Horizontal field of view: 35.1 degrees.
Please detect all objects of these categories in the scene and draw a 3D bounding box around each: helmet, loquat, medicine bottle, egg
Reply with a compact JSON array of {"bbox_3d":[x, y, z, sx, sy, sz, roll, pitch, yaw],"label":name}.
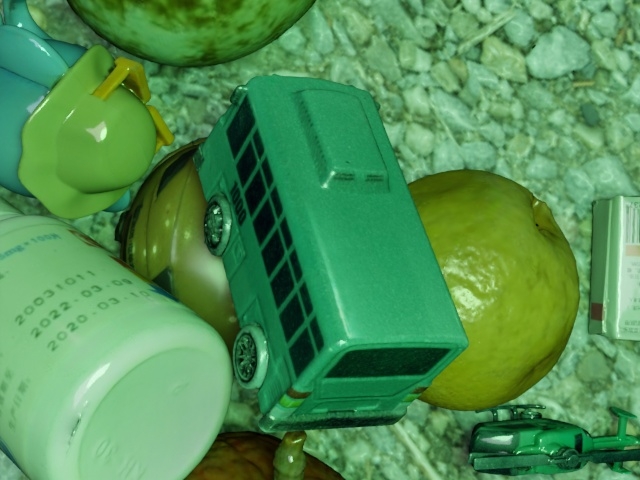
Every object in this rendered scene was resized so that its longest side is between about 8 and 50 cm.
[{"bbox_3d":[-0.085,0.011,0.894,0.198,0.130,0.224,6,87,-8],"label":"helmet"},{"bbox_3d":[0.120,0.043,0.871,0.208,0.208,0.208,0,88,-5],"label":"loquat"},{"bbox_3d":[-0.219,0.074,0.802,0.293,0.170,0.170,32,85,36],"label":"medicine bottle"},{"bbox_3d":[-0.092,-0.279,0.847,0.289,0.238,0.238,-41,92,-8],"label":"egg"}]

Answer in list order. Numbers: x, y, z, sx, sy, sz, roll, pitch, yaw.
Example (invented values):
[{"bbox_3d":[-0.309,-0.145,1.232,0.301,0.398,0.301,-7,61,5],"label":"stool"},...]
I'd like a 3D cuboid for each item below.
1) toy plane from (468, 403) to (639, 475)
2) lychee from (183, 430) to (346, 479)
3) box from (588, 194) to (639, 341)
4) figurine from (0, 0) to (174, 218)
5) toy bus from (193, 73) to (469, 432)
[{"bbox_3d":[0.223,0.188,0.932,0.235,0.096,0.060,1,91,-22],"label":"toy plane"},{"bbox_3d":[-0.050,0.277,0.831,0.255,0.255,0.300,33,112,-3],"label":"lychee"},{"bbox_3d":[0.360,0.029,0.953,0.199,0.081,0.135,3,89,-3],"label":"box"},{"bbox_3d":[-0.255,-0.115,0.848,0.262,0.154,0.180,24,120,14],"label":"figurine"},{"bbox_3d":[0.000,0.000,0.755,0.128,0.147,0.256,3,54,-31],"label":"toy bus"}]
